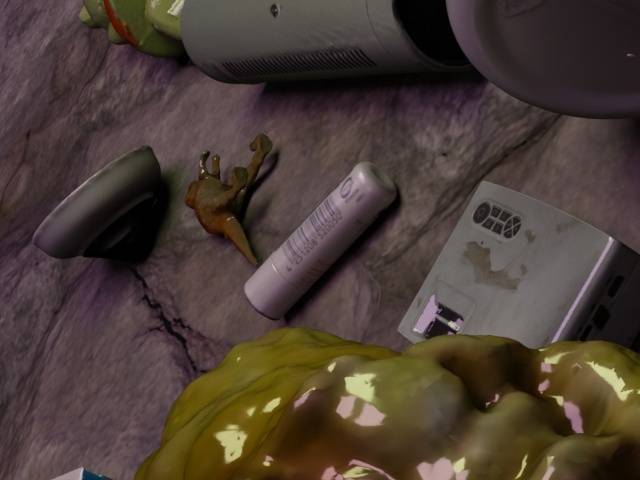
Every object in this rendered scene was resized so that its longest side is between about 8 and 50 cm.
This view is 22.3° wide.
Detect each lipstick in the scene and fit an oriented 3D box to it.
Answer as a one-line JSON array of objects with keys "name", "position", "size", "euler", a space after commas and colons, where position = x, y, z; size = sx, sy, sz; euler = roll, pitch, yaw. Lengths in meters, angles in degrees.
[{"name": "lipstick", "position": [0.000, 0.000, 1.216], "size": [0.141, 0.040, 0.040], "euler": [-47, 32, 23]}]

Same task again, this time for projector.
[{"name": "projector", "position": [0.008, -0.180, 1.295], "size": [0.337, 0.108, 0.108], "euler": [5, 69, 58]}, {"name": "projector", "position": [0.125, 0.039, 0.967], "size": [0.115, 0.061, 0.147], "euler": [-59, 29, 0]}]

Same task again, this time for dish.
[{"name": "dish", "position": [-0.186, -0.014, 1.495], "size": [0.141, 0.078, 0.141], "euler": [-41, -3, -3]}]

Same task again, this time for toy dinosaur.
[{"name": "toy dinosaur", "position": [-0.086, -0.017, 1.374], "size": [0.126, 0.039, 0.162], "euler": [-44, 37, 45]}]

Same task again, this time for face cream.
[{"name": "face cream", "position": [0.173, -0.201, 0.962], "size": [0.201, 0.201, 0.187], "euler": [-35, 37, 37]}]

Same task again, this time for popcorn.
[{"name": "popcorn", "position": [0.043, 0.211, 0.791], "size": [0.292, 0.293, 0.334], "euler": [-2, 90, 15]}]

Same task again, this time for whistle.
[{"name": "whistle", "position": [-0.167, -0.247, 1.622], "size": [0.131, 0.106, 0.288], "euler": [-53, 30, 0]}]

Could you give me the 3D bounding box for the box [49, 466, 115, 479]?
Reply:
[{"name": "box", "position": [-0.212, 0.287, 1.255], "size": [0.139, 0.073, 0.194], "euler": [-25, 44, 46]}]
